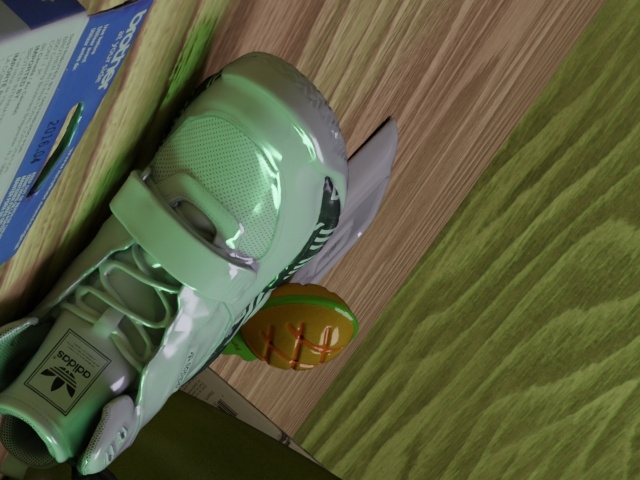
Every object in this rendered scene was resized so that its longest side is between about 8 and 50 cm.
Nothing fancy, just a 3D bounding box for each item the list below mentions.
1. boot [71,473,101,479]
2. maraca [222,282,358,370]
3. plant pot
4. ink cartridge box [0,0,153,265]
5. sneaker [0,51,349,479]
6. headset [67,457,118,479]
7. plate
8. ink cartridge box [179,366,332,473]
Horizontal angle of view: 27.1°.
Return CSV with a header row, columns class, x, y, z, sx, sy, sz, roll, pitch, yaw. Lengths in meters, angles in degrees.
class,x,y,z,sx,sy,sz,roll,pitch,yaw
boot,-0.261,0.269,0.989,0.229,0.091,0.263,-12,135,-11
maraca,-0.046,0.106,1.575,0.127,0.186,0.099,57,28,-46
plant pot,-0.135,0.322,1.345,0.366,0.353,0.366,-48,172,-9
ink cartridge box,-0.204,-0.014,0.523,0.311,0.065,0.186,-34,162,-54
sneaker,-0.118,0.038,0.923,0.210,0.137,0.366,-46,174,-43
headset,-0.331,0.307,1.162,0.394,0.185,0.243,-36,172,15
plate,0.000,0.000,1.695,0.278,0.045,0.277,-46,171,-20
ink cartridge box,-0.118,0.294,1.582,0.198,0.273,0.115,-49,172,-5
